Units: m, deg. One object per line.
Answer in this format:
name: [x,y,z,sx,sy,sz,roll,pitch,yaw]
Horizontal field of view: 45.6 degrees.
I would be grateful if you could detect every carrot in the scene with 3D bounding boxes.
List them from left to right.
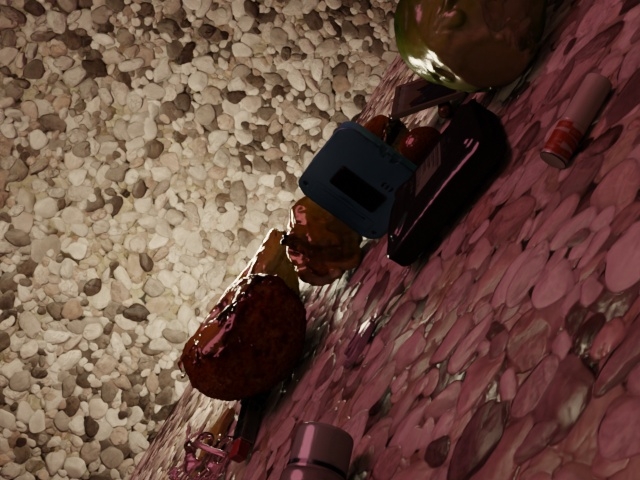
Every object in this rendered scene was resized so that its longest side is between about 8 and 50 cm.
carrot: [0.303,-0.327,1.861,0.036,0.035,0.165,-53,7,20]

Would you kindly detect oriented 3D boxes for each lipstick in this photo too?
lipstick: [-0.162,0.401,1.727,0.051,0.051,0.312,-51,12,22]
lipstick: [0.339,-0.159,1.009,0.131,0.038,0.038,-57,8,-9]

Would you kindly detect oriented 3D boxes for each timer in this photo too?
timer: [0.099,-0.139,1.650,0.250,0.231,0.091,-44,12,53]

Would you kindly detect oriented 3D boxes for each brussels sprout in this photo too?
brussels sprout: [0.305,-0.439,1.512,0.314,0.275,0.371,-31,31,41]

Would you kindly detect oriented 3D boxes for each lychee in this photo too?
lychee: [0.219,-0.190,1.590,0.114,0.101,0.140,-63,13,11]

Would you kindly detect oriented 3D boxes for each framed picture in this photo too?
framed picture: [0.274,-0.376,1.913,0.192,0.018,0.265,-17,22,15]

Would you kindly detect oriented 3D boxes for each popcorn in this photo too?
popcorn: [0.003,0.003,1.825,0.190,0.191,0.254,112,175,-51]

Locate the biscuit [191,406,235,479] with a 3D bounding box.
biscuit: [-0.284,0.541,1.951,0.153,0.030,0.234,-53,9,27]

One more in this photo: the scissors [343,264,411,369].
scissors: [0.102,0.131,1.330,0.212,0.021,0.110,-55,5,13]

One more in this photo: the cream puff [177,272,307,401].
cream puff: [-0.157,0.227,1.719,0.350,0.228,0.350,-47,11,12]

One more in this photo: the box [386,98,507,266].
box: [0.219,-0.111,1.388,0.289,0.073,0.290,-53,9,25]

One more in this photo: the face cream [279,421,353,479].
face cream: [-0.031,0.386,0.954,0.143,0.089,0.315,-43,24,54]

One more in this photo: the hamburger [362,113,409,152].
hamburger: [0.139,-0.222,2.001,0.262,0.138,0.243,-49,10,-10]

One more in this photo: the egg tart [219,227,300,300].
egg tart: [-0.181,0.182,2.218,0.443,0.178,0.443,-57,9,14]

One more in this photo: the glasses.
glasses: [-0.298,0.520,1.805,0.255,0.095,0.162,-16,44,54]
